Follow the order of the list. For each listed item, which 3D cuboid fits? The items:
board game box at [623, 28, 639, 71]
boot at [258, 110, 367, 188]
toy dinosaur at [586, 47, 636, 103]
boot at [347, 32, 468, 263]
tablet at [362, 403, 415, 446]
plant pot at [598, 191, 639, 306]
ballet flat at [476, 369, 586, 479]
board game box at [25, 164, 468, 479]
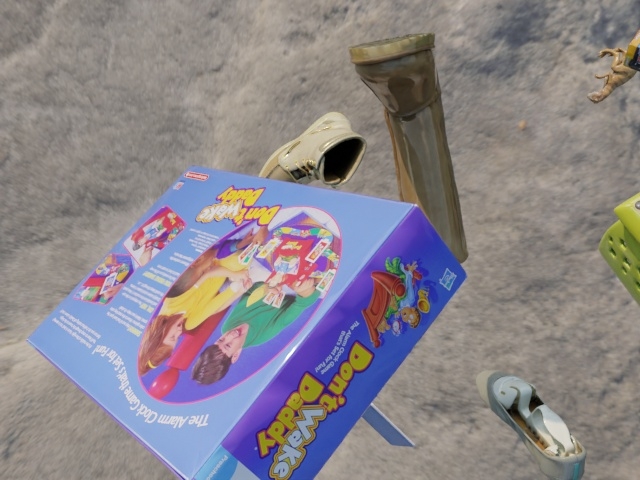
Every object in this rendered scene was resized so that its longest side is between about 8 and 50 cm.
[{"bbox_3d":[0.567,-0.308,1.296,0.141,0.048,0.170,27,60,23],"label":"board game box"},{"bbox_3d":[-0.023,-0.146,1.753,0.262,0.203,0.095,-40,114,6],"label":"boot"},{"bbox_3d":[0.676,-0.383,1.864,0.211,0.064,0.112,-38,67,21],"label":"toy dinosaur"},{"bbox_3d":[0.113,-0.094,0.963,0.089,0.236,0.269,-7,98,20],"label":"boot"},{"bbox_3d":[0.075,0.223,1.029,0.083,0.054,0.006,45,63,-14],"label":"tablet"},{"bbox_3d":[0.615,0.002,1.383,0.227,0.207,0.228,-31,60,-1],"label":"plant pot"},{"bbox_3d":[0.282,0.229,1.130,0.072,0.213,0.068,-15,130,-18],"label":"ballet flat"},{"bbox_3d":[-0.083,0.058,0.688,0.233,0.347,0.078,-50,122,-17],"label":"board game box"}]
